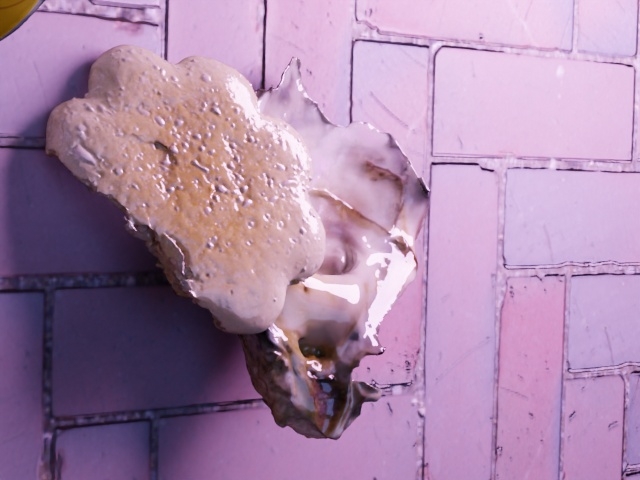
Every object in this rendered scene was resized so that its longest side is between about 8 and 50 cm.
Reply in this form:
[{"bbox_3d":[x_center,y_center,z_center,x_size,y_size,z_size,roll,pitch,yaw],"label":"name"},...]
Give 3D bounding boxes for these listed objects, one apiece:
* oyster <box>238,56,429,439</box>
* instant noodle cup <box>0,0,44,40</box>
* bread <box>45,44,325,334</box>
[{"bbox_3d":[-0.006,0.002,1.605,0.271,0.100,0.275,-41,97,-30],"label":"oyster"},{"bbox_3d":[-0.314,-0.252,1.155,0.254,0.326,0.325,7,87,-55],"label":"instant noodle cup"},{"bbox_3d":[-0.093,-0.055,1.497,0.251,0.039,0.182,47,64,-10],"label":"bread"}]
